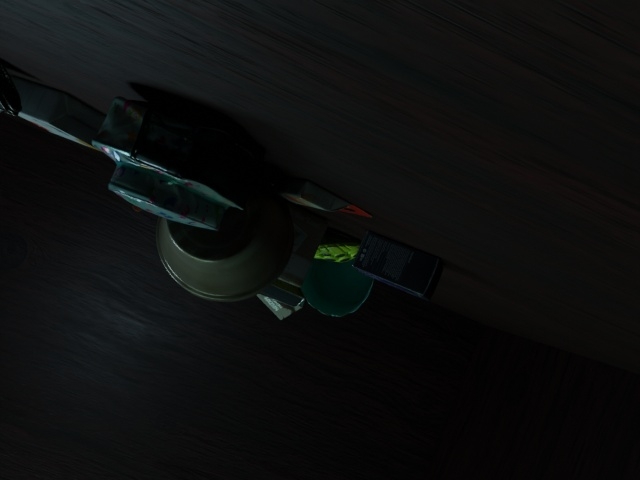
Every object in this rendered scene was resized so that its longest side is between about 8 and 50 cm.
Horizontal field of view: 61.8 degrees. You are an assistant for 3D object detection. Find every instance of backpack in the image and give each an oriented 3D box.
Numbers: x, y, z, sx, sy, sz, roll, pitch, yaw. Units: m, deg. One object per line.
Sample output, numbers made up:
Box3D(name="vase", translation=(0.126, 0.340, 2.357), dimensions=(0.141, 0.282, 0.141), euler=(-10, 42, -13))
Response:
Box3D(name="backpack", translation=(-0.256, -0.136, 0.924), dimensions=(0.254, 0.191, 0.225), euler=(27, 178, 18))

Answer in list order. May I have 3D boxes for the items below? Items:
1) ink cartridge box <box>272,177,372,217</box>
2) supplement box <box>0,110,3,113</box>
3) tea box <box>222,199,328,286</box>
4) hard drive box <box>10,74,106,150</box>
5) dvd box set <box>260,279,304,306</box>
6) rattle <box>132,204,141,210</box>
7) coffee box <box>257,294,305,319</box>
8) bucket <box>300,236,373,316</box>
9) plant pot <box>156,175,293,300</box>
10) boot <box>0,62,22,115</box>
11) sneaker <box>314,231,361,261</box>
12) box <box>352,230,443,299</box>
Box3D(name="ink cartridge box", translation=(0.001, -0.078, 1.152), dimensions=(0.179, 0.045, 0.145), euler=(28, 175, -30))
Box3D(name="supplement box", translation=(-1.038, -0.390, 1.566), dimensions=(0.130, 0.239, 0.073), euler=(22, 143, 16))
Box3D(name="tea box", translation=(-0.213, -0.037, 1.629), dimensions=(0.329, 0.220, 0.323), euler=(26, 173, -26))
Box3D(name="hard drive box", translation=(-0.690, -0.332, 1.406), dimensions=(0.232, 0.089, 0.181), euler=(22, 175, 28))
Box3D(name="dvd box set", translation=(-0.218, 0.029, 1.973), dimensions=(0.308, 0.062, 0.420), euler=(25, -147, -30))
Box3D(name="rattle", translation=(-0.513, -0.170, 1.728), dimensions=(0.130, 0.199, 0.143), euler=(23, 176, 11))
Box3D(name="coffee box", translation=(-0.136, 0.151, 2.128), dimensions=(0.168, 0.119, 0.297), euler=(50, -154, -16))
Box3D(name="bucket", translation=(0.068, 0.128, 1.944), dimensions=(0.281, 0.281, 0.183), euler=(23, -178, 10))
Box3D(name="plant pot", translation=(-0.218, -0.031, 1.167), dimensions=(0.323, 0.323, 0.280), euler=(23, 171, 0))
Box3D(name="boot", translation=(-0.816, -0.349, 1.295), dimensions=(0.229, 0.091, 0.263), euler=(24, 142, 16))
Box3D(name="sneaker", translation=(0.000, 0.000, 1.805), dimensions=(0.296, 0.123, 0.109), euler=(3, 151, 19))
Box3D(name="box", translation=(0.213, 0.071, 1.441), dimensions=(0.207, 0.108, 0.153), euler=(22, 175, 21))
